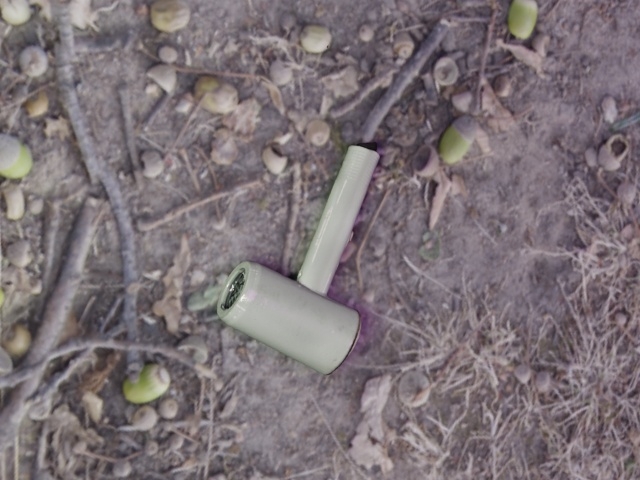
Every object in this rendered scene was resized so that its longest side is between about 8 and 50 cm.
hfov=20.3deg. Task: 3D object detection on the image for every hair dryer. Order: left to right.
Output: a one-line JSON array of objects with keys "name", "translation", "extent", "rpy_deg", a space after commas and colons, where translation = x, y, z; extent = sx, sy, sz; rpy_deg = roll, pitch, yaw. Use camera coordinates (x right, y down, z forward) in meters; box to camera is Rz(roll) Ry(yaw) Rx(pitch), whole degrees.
[{"name": "hair dryer", "translation": [0.000, 0.000, 1.771], "extent": [0.131, 0.073, 0.236], "rpy_deg": [29, 76, -20]}]
